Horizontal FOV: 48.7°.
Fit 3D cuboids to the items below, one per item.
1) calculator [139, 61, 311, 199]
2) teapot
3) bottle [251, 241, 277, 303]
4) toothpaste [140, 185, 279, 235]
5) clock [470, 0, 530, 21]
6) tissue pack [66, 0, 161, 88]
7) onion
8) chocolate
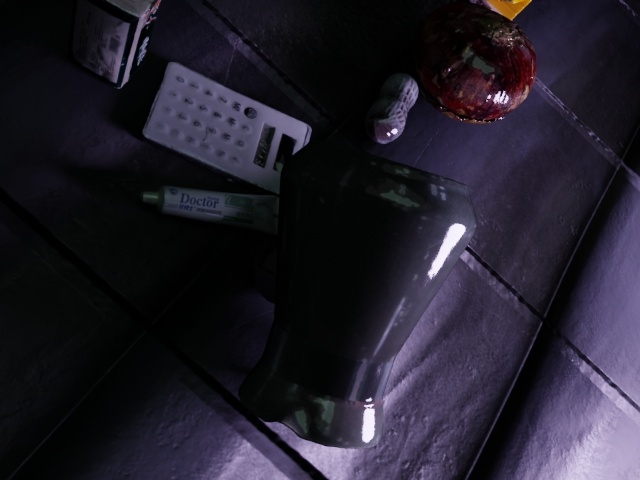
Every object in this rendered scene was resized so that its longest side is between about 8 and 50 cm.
[{"bbox_3d":[-0.141,-0.170,1.123,0.261,0.021,0.161,22,59,-17],"label":"calculator"},{"bbox_3d":[0.041,0.062,0.925,0.253,0.300,0.344,20,96,15],"label":"teapot"},{"bbox_3d":[0.000,0.000,1.082,0.096,0.079,0.253,44,54,10],"label":"bottle"},{"bbox_3d":[-0.158,-0.050,1.049,0.218,0.041,0.064,7,76,-28],"label":"toothpaste"},{"bbox_3d":[0.368,-0.599,1.463,0.166,0.235,0.310,-28,82,-33],"label":"clock"},{"bbox_3d":[-0.298,-0.309,1.015,0.103,0.170,0.091,29,57,-10],"label":"tissue pack"},{"bbox_3d":[0.282,-0.326,1.320,0.246,0.190,0.247,8,51,-10],"label":"onion"},{"bbox_3d":[0.127,-0.237,1.266,0.072,0.072,0.167,32,54,-11],"label":"chocolate"}]
